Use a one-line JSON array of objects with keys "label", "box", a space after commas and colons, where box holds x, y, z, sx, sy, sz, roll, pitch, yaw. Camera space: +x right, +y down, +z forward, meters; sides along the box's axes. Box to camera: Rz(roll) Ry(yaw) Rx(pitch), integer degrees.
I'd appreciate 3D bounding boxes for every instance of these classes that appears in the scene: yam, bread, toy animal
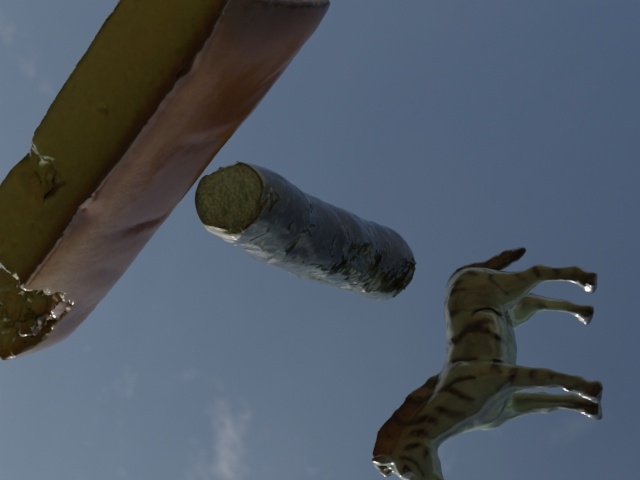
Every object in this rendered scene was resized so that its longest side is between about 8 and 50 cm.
[{"label": "yam", "box": [0.000, 0.000, 0.664, 0.061, 0.274, 0.061, -4, -100, 21]}, {"label": "bread", "box": [-0.090, -0.030, 0.427, 0.049, 0.088, 0.226, 46, -64, 9]}, {"label": "toy animal", "box": [0.163, 0.117, 0.865, 0.170, 0.089, 0.255, 16, -126, 20]}]
